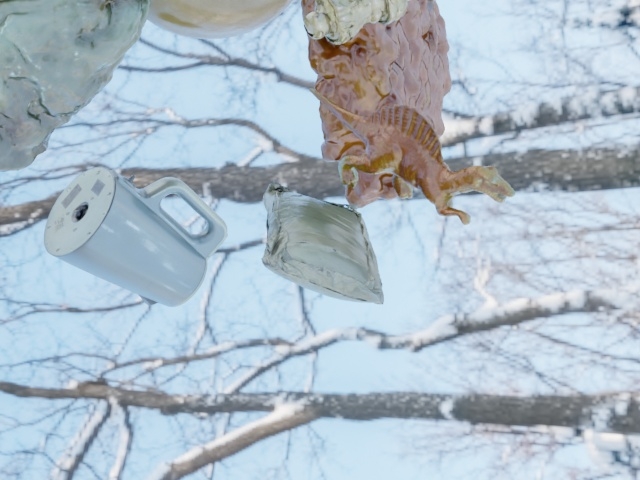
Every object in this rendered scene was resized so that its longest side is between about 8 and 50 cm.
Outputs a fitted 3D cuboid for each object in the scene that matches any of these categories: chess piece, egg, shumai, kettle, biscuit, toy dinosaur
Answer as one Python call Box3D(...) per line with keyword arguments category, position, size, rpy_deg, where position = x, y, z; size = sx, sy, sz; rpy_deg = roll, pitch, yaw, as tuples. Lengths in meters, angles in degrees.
Box3D(category="chess piece", position=(0.062, -0.222, 0.891), size=(0.172, 0.060, 0.060), rpy_deg=(-27, -69, -19))
Box3D(category="egg", position=(-0.155, -0.421, 1.445), size=(0.322, 0.250, 0.250), rpy_deg=(-38, -63, -40))
Box3D(category="shumai", position=(-0.337, -0.256, 1.161), size=(0.309, 0.263, 0.304), rpy_deg=(44, -142, -50))
Box3D(category="kettle", position=(-0.285, -0.013, 1.599), size=(0.210, 0.160, 0.243), rpy_deg=(-50, -49, 4))
Box3D(category="biscuit", position=(0.082, -0.233, 1.251), size=(0.318, 0.110, 0.312), rpy_deg=(-50, -43, -56))
Box3D(category="toy dinosaur", position=(0.073, -0.087, 0.943), size=(0.212, 0.142, 0.057), rpy_deg=(43, -118, -1))

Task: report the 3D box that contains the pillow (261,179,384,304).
Box3D(category="pillow", position=(0.000, 0.000, 0.959), size=(0.119, 0.208, 0.053), rpy_deg=(24, -71, -11))
